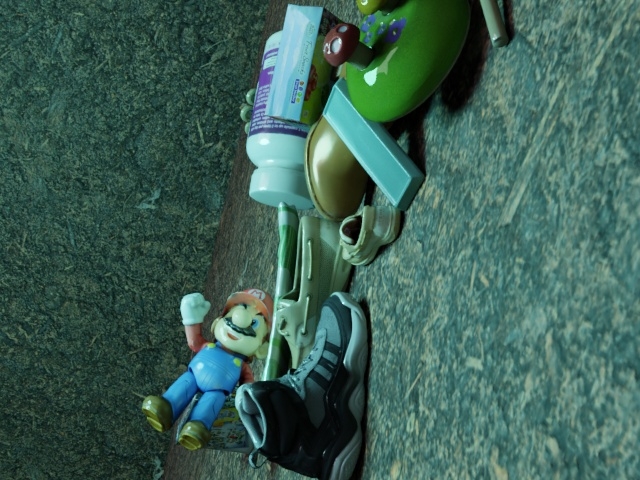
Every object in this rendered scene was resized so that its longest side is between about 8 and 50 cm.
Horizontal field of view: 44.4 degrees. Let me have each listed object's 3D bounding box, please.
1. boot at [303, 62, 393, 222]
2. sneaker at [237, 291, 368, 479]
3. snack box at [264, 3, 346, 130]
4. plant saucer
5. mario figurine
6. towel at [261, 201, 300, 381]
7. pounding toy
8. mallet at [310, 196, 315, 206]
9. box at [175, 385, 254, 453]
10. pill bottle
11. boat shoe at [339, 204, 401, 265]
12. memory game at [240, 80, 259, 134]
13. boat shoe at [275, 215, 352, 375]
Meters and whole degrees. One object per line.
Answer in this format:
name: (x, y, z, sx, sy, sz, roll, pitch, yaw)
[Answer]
boot: (0.071, -0.163, 1.098, 0.220, 0.109, 0.283, -169, 94, -70)
sneaker: (-0.024, 0.179, 1.029, 0.101, 0.153, 0.268, 122, 156, -55)
snack box: (0.005, -0.260, 1.252, 0.207, 0.070, 0.174, 4, -81, -65)
plant saucer: (0.063, -0.125, 1.016, 0.192, 0.018, 0.067, 54, 142, 26)
mario figurine: (-0.183, 0.204, 1.422, 0.170, 0.198, 0.320, -14, 34, 47)
towel: (-0.068, 0.122, 1.376, 0.248, 0.038, 0.324, 85, -169, -70)
pounding toy: (0.086, -0.250, 0.887, 0.237, 0.110, 0.183, -29, 44, 43)
mallet: (0.000, 0.000, 1.291, 0.039, 0.062, 0.189, -160, 82, -76)
box: (-0.192, 0.358, 1.572, 0.233, 0.159, 0.044, 119, 159, -50)
pill bottle: (-0.044, -0.216, 1.434, 0.169, 0.169, 0.301, 148, 133, -72)
boat shoe: (0.055, -0.011, 1.072, 0.170, 0.059, 0.063, 130, 149, -64)
memory game: (-0.085, -0.284, 1.686, 0.012, 0.186, 0.186, 45, 127, 43)
boat shoe: (-0.024, 0.111, 1.214, 0.109, 0.098, 0.302, -131, 54, -74)
